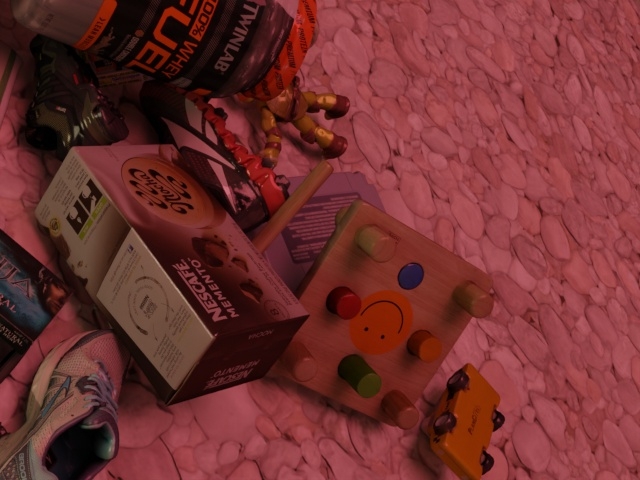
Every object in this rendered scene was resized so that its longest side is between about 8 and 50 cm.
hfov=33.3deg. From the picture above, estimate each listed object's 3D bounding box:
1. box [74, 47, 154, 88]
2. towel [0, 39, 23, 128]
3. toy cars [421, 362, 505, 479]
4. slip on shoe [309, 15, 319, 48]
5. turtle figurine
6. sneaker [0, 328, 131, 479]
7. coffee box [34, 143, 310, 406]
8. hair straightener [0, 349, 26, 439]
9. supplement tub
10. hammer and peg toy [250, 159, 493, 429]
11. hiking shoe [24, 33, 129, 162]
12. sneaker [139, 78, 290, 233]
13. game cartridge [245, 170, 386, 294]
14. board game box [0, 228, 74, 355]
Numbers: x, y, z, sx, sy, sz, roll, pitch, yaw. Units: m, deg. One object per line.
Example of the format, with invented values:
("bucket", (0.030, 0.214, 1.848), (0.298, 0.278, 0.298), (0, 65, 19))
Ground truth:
("box", (-0.282, -0.307, 1.451), (0.114, 0.036, 0.207), (-11, 68, -7))
("towel", (-0.502, -0.224, 1.205), (0.324, 0.038, 0.248), (30, 38, -27))
("toy cars", (0.175, 0.183, 1.609), (0.176, 0.087, 0.394), (17, 51, -44))
("slip on shoe", (-0.123, -0.428, 1.664), (0.331, 0.123, 0.101), (43, 41, -13))
("turtle figurine", (-0.052, -0.218, 1.634), (0.217, 0.087, 0.270), (17, 54, -38))
("sneaker", (-0.247, 0.195, 1.117), (0.110, 0.122, 0.283), (58, 32, -26))
("coffee box", (-0.175, 0.030, 1.248), (0.168, 0.119, 0.297), (-7, 51, -52))
("hair straightener", (-0.351, 0.182, 1.094), (0.089, 0.047, 0.230), (41, 37, -19))
("supplement tub", (-0.187, -0.303, 1.315), (0.338, 0.207, 0.207), (18, 53, -28))
("hammer and peg toy", (0.041, 0.076, 1.402), (0.361, 0.266, 0.127), (30, 6, -30))
("hiking shoe", (-0.329, -0.173, 1.319), (0.227, 0.114, 0.086), (52, 2, 39))
("sneaker", (-0.168, -0.109, 1.429), (0.135, 0.098, 0.276), (-37, 75, -21))
("game cartridge", (0.000, 0.000, 1.573), (0.297, 0.062, 0.198), (-9, 76, -48))
("board game box", (-0.365, 0.029, 1.161), (0.186, 0.026, 0.126), (42, 23, -10))
